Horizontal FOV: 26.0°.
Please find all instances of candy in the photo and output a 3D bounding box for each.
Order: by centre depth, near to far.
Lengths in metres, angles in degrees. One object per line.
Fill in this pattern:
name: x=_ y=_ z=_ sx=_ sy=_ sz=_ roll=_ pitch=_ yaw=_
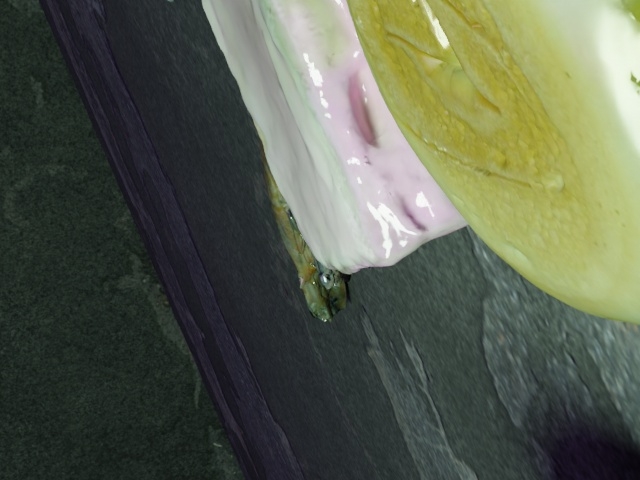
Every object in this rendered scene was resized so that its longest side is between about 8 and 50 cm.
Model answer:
candy: x=0.009 y=-0.127 z=0.651 sx=0.155 sy=0.115 sz=0.265 roll=-176 pitch=63 yaw=-80

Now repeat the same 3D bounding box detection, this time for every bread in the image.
bread: x=0.086 y=-0.068 z=0.448 sx=0.213 sy=0.104 sz=0.213 roll=56 pitch=165 yaw=24

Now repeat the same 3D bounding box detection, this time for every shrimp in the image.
shrimp: x=0.000 y=0.000 z=1.125 sx=0.152 sy=0.046 sz=0.219 roll=-124 pitch=15 yaw=-51

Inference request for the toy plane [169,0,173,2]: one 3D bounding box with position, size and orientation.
toy plane: x=-0.208 y=-0.283 z=1.314 sx=0.273 sy=0.107 sz=0.182 roll=39 pitch=157 yaw=56
